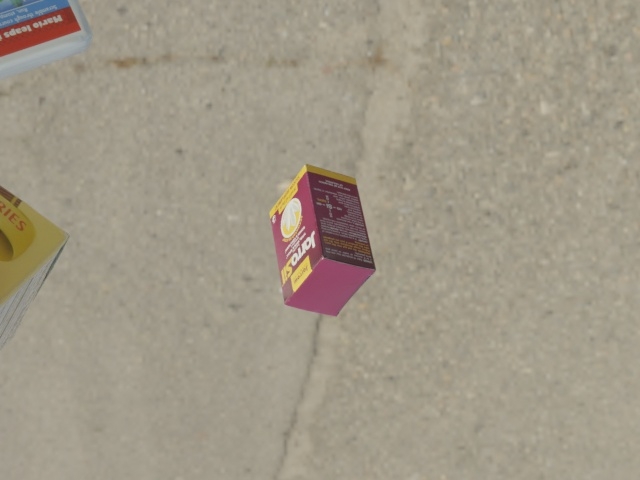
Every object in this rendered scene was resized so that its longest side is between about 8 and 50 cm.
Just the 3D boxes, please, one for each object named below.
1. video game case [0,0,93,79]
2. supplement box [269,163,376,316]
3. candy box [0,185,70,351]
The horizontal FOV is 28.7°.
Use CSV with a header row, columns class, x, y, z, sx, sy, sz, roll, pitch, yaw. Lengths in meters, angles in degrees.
class,x,y,z,sx,sy,sz,roll,pitch,yaw
video game case,-0.302,-0.224,0.833,0.204,0.285,0.025,-23,172,-21
supplement box,0.000,0.000,0.835,0.043,0.083,0.055,15,134,-28
candy box,-0.156,0.022,0.314,0.109,0.187,0.053,35,118,-2
